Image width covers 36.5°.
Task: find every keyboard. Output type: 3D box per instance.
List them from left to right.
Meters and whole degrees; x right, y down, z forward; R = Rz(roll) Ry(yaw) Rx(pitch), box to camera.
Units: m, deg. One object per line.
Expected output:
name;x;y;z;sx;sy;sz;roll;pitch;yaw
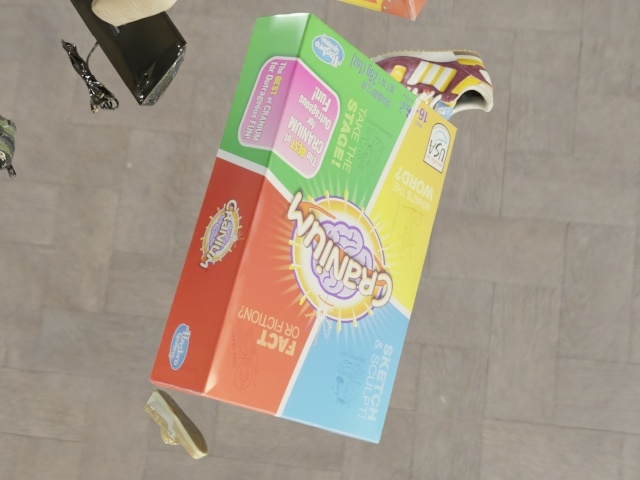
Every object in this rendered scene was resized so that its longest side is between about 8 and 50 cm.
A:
keyboard;-0.332;-0.328;1.532;0.201;0.033;0.317;-46;61;21

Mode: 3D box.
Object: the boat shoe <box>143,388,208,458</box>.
boat shoe;-0.220;0.284;1.465;0.045;0.050;0.135;-47;56;3

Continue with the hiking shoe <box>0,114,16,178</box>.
hiking shoe;-0.615;-0.161;1.621;0.086;0.226;0.114;-31;64;48

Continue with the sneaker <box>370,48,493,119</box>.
sneaker;0.131;-0.192;1.230;0.185;0.070;0.084;-9;63;-12

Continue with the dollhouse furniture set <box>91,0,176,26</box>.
dollhouse furniture set;-0.174;-0.276;0.340;0.362;0.394;0.257;26;80;-28

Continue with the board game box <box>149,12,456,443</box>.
board game box;0.000;0.000;0.853;0.064;0.242;0.317;6;77;41

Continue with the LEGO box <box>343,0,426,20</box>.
LEGO box;0.003;-0.614;1.592;0.500;0.193;0.373;22;69;24
